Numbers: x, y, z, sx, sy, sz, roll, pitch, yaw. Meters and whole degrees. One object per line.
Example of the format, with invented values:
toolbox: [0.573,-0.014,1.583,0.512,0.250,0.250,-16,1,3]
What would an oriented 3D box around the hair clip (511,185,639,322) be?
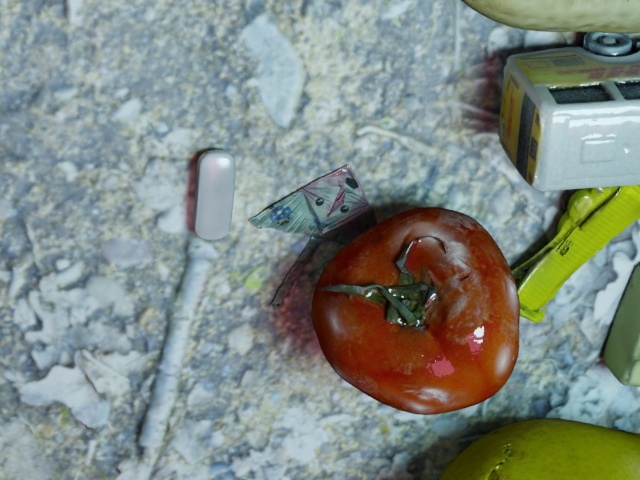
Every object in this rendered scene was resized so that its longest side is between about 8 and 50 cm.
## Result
hair clip: [0.234,-0.002,1.532,0.072,0.046,0.173,24,114,-37]

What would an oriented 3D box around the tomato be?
tomato: [0.085,0.068,1.467,0.187,0.187,0.151,-24,158,1]

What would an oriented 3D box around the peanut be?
peanut: [0.195,-0.229,1.337,0.253,0.122,0.137,-2,139,-9]

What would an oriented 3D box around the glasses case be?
glasses case: [-0.089,-0.038,1.440,0.032,0.021,0.083,-1,121,-11]

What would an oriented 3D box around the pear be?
pear: [0.244,0.297,1.588,0.336,0.285,0.284,-4,122,-15]

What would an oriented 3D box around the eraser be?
eraser: [0.365,0.087,1.615,0.172,0.058,0.117,7,119,-18]

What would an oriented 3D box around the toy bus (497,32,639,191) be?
toy bus: [0.323,-0.114,1.431,0.343,0.138,0.097,-4,119,-10]

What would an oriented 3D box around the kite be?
kite: [0.000,0.000,1.497,0.137,0.005,0.152,12,118,-20]
